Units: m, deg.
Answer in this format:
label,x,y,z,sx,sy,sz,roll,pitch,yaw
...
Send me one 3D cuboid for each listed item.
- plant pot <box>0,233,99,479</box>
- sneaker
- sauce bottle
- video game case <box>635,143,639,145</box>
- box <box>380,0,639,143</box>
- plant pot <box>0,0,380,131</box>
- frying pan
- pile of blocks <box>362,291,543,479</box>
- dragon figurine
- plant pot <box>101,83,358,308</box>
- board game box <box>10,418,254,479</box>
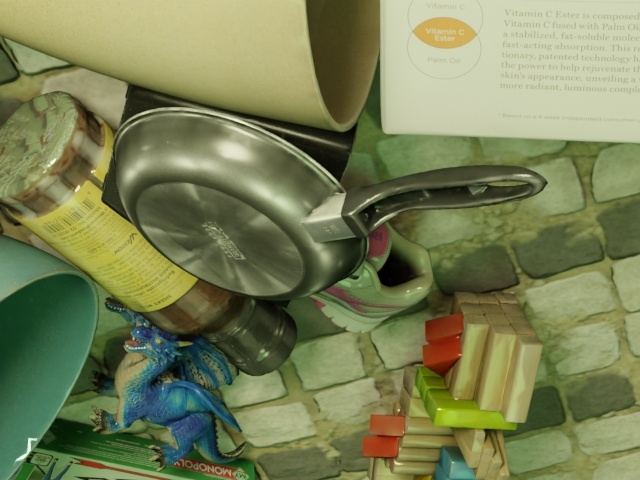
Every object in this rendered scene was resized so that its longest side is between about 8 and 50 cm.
label,x,y,z,sx,sy,sz,roll,pitch,yaw
plant pot,-0.351,0.094,1.333,0.195,0.290,0.290,34,139,16
sneaker,0.000,0.000,1.385,0.252,0.103,0.111,19,151,-39
sauce bottle,-0.142,0.010,1.386,0.111,0.111,0.344,-26,134,20
video game case,0.291,-0.160,1.278,0.206,0.026,0.227,14,140,-39
box,0.149,-0.248,1.033,0.215,0.168,0.345,3,131,5
plant pot,-0.111,-0.205,1.074,0.274,0.256,0.256,3,140,13
frying pan,-0.003,-0.004,1.113,0.326,0.053,0.197,14,148,20
pile of blocks,0.110,0.195,1.599,0.113,0.149,0.362,4,138,-12
dragon figurine,-0.126,0.150,1.565,0.144,0.085,0.289,-30,132,25
plant pot,-0.070,-0.089,1.242,0.167,0.188,0.187,14,136,-7
board game box,-0.258,0.279,1.724,0.317,0.046,0.213,15,133,-23
